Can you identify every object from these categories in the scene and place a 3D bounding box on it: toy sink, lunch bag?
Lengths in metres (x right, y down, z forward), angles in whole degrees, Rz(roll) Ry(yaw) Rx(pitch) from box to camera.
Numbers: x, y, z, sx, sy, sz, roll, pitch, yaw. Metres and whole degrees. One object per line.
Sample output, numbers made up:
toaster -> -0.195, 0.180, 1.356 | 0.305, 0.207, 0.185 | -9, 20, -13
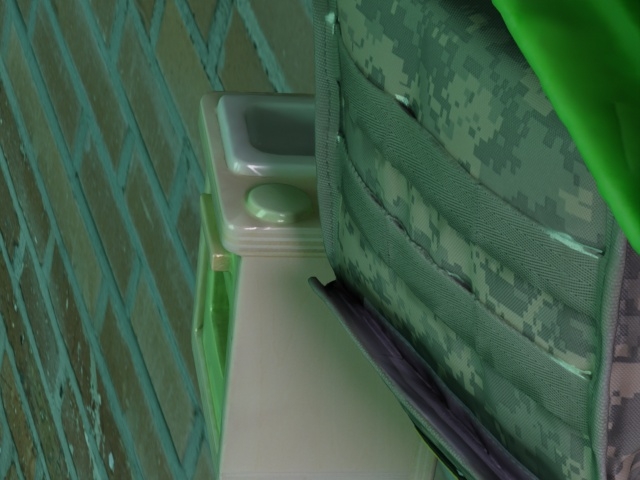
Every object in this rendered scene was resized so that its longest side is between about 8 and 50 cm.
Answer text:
toy sink -> 0.000, 0.000, 1.085 | 0.153, 0.131, 0.234 | -106, 21, -56
lunch bag -> 0.107, 0.023, 0.840 | 0.235, 0.169, 0.287 | 48, 147, 49

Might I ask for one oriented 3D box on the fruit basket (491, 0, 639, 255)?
fruit basket -> 0.076, -0.200, 0.511 | 0.283, 0.392, 0.392 | -65, 36, 27
